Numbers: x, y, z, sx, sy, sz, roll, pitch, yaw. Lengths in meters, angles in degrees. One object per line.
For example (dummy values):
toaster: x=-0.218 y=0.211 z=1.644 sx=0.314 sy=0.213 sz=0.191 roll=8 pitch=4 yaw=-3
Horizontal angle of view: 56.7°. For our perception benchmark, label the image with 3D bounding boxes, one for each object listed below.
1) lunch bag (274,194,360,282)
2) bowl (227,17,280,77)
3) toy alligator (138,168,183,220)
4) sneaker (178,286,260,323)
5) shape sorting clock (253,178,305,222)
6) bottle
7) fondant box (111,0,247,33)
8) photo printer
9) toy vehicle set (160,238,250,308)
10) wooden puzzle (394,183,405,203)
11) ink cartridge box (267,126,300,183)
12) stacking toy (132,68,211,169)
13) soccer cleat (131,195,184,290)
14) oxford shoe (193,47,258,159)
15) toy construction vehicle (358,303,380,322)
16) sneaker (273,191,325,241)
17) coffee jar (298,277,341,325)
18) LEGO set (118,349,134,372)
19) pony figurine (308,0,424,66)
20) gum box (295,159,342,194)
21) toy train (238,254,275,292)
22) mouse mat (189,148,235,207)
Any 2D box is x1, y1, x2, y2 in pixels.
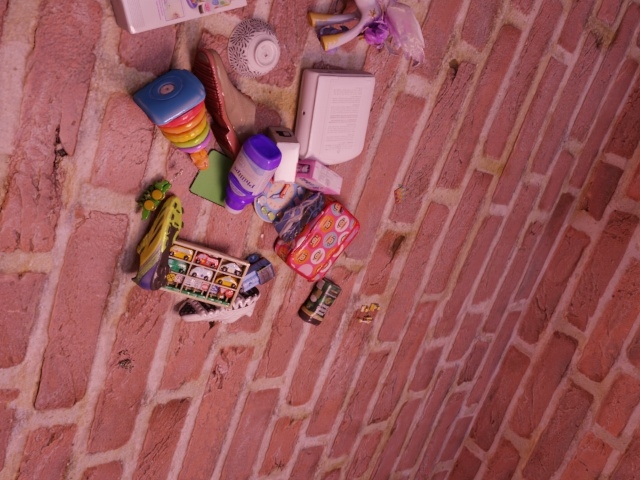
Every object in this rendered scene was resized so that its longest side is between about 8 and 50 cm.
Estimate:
lunch bag: x=0.000 y=0.000 z=2.140 sx=0.293 sy=0.120 sz=0.258 roll=-51 pitch=139 yaw=-1
bowl: x=-0.173 y=-0.542 z=1.699 sx=0.170 sy=0.080 sz=0.170 roll=-20 pitch=126 yaw=-31
toy alligator: x=-0.471 y=-0.144 z=1.711 sx=0.051 sy=0.056 sz=0.190 roll=37 pitch=89 yaw=-5
sneaker: x=-0.339 y=0.237 z=2.009 sx=0.291 sy=0.110 sz=0.118 roll=-10 pitch=129 yaw=-35
shape sorting clock: x=-0.133 y=-0.152 z=1.987 sx=0.206 sy=0.040 sz=0.206 roll=-19 pitch=126 yaw=-30
bottle: x=-0.216 y=-0.188 z=1.776 sx=0.092 sy=0.118 sz=0.283 roll=-38 pitch=171 yaw=-44
fondant box: x=-0.360 y=-0.673 z=1.459 sx=0.330 sy=0.096 sz=0.239 roll=-25 pitch=128 yaw=-25
photo printer: x=0.042 y=-0.398 z=1.939 sx=0.255 sy=0.107 sz=0.308 roll=-11 pitch=121 yaw=-35
toy vehicle set: x=-0.378 y=0.104 z=1.874 sx=0.266 sy=0.035 sz=0.166 roll=19 pitch=103 yaw=-22
wooden puzzle: x=0.314 y=-0.186 z=2.358 sx=0.049 sy=0.006 sz=0.083 roll=-32 pitch=131 yaw=-21
ink cartridge box: x=-0.120 y=-0.266 z=1.831 sx=0.072 sy=0.175 sz=0.128 roll=1 pitch=116 yaw=-15
stacking toy: x=-0.368 y=-0.305 z=1.647 sx=0.165 sy=0.175 sz=0.302 roll=-36 pitch=144 yaw=-14
soccer cleat: x=-0.487 y=0.003 z=1.752 sx=0.093 sy=0.121 sz=0.290 roll=20 pitch=85 yaw=-74
oxford shoe: x=-0.261 y=-0.402 z=1.691 sx=0.130 sy=0.123 sz=0.348 roll=-36 pitch=143 yaw=-22
toy construction vehicle: x=0.210 y=0.313 z=2.545 sx=0.098 sy=0.035 sz=0.086 roll=6 pitch=110 yaw=-41
sneaker: x=-0.071 y=-0.093 z=2.002 sx=0.211 sy=0.081 sz=0.080 roll=-42 pitch=146 yaw=-8
coffee jar: x=-0.003 y=0.239 z=2.296 sx=0.096 sy=0.079 sz=0.185 roll=27 pitch=96 yaw=-45
LEGO set: x=-0.628 y=0.390 z=1.917 sx=0.054 sy=0.023 sz=0.083 roll=-4 pitch=104 yaw=-40
pony figurine: x=0.153 y=-0.691 z=1.778 sx=0.363 sy=0.303 sz=0.351 roll=-20 pitch=119 yaw=-11
gum box: x=-0.021 y=-0.210 z=1.965 sx=0.188 sy=0.107 sz=0.062 roll=25 pitch=74 yaw=-56
toy train: x=-0.247 y=0.118 z=2.006 sx=0.184 sy=0.105 sz=0.080 roll=-30 pitch=130 yaw=-23
mouse mat: x=-0.304 y=-0.185 z=1.852 sx=0.189 sy=0.007 sz=0.153 roll=25 pitch=98 yaw=-44
